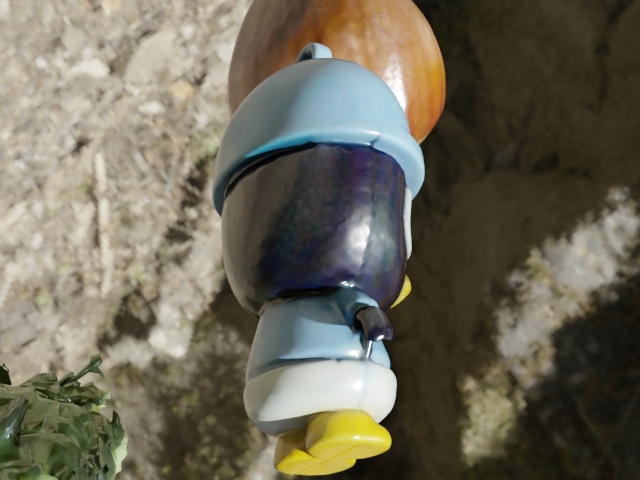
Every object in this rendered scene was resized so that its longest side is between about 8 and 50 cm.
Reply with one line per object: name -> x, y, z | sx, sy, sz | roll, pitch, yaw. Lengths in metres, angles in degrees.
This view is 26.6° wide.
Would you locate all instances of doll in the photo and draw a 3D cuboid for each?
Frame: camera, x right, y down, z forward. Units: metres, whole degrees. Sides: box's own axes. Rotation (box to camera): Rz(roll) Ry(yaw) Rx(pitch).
doll -> 0.000, 0.000, 0.938 | 0.141, 0.314, 0.177 | 10, 154, -28

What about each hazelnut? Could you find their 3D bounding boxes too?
hazelnut -> 0.011, -0.153, 1.201 | 0.176, 0.214, 0.214 | -10, 144, -47

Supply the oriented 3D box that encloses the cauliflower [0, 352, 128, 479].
cauliflower -> -0.203, 0.100, 0.402 | 0.272, 0.250, 0.275 | -35, -171, 7
